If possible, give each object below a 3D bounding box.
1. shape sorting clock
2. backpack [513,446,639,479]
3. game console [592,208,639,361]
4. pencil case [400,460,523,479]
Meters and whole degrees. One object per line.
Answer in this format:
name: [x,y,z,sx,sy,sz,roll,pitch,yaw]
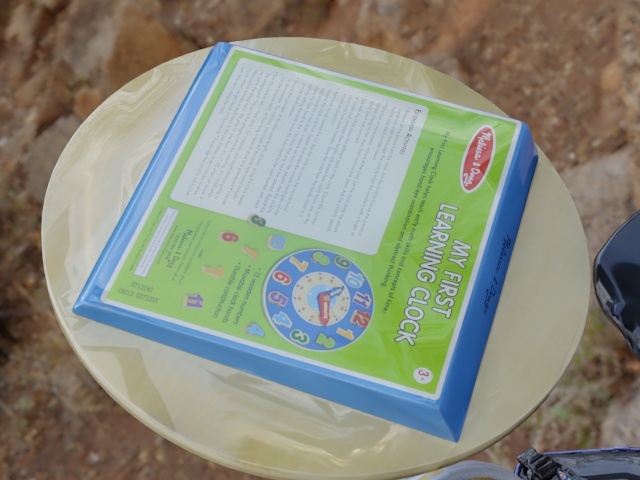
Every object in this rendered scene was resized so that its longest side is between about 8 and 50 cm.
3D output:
shape sorting clock: [0.000,0.000,0.521,0.206,0.206,0.040,-49,-21,-35]
backpack: [0.192,0.214,0.812,0.158,0.117,0.173,-4,55,-2]
game console: [0.318,0.035,0.464,0.342,0.060,0.386,-36,48,6]
pencil case: [-0.014,0.164,0.648,0.273,0.124,0.113,-14,55,48]
